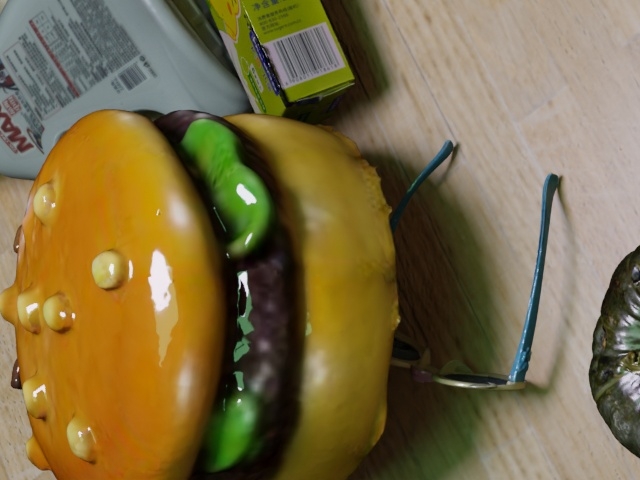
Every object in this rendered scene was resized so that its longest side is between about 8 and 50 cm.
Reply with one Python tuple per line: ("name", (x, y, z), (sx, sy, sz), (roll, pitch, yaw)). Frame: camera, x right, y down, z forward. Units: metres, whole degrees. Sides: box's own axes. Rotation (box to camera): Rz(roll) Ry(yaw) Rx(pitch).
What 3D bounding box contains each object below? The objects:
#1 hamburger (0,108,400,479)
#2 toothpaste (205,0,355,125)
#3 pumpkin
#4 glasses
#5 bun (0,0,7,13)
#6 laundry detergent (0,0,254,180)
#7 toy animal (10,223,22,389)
("hamburger", (-0.128, 0.054, 1.532), (0.395, 0.277, 0.396), (0, 90, 61))
("toothpaste", (-0.071, -0.265, 1.653), (0.110, 0.077, 0.327), (126, 121, -72))
("pumpkin", (0.317, 0.089, 1.355), (0.223, 0.157, 0.224), (-6, 82, 47))
("glasses", (0.139, 0.033, 1.564), (0.189, 0.088, 0.221), (19, 78, 36))
("bun", (-0.352, -0.363, 1.883), (0.287, 0.146, 0.287), (-5, 82, 38))
("laundry detergent", (-0.267, -0.159, 1.796), (0.398, 0.125, 0.264), (-30, 100, 33))
("toy animal", (-0.245, 0.064, 1.818), (0.157, 0.097, 0.312), (0, 85, 25))
